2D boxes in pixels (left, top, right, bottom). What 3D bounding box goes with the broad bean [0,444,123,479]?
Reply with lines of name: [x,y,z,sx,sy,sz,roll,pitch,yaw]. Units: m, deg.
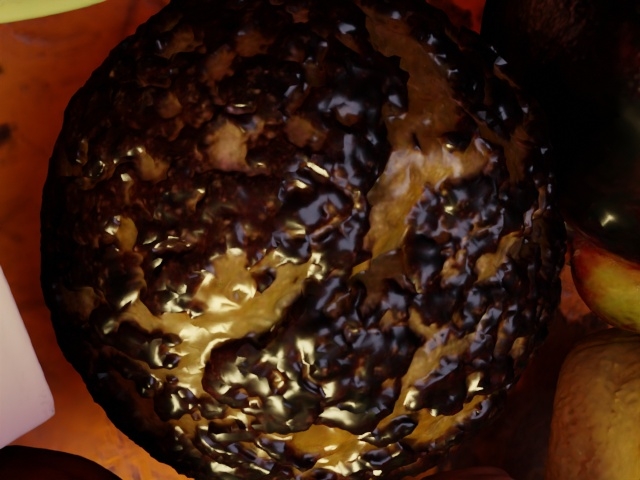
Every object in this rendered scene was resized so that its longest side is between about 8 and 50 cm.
broad bean: [-0.159,0.160,0.511,0.228,0.156,0.122,-32,111,-38]

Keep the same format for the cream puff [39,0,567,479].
cream puff: [0.000,0.000,0.603,0.239,0.165,0.239,-6,101,-30]

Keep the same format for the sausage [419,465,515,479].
sausage: [0.035,0.241,0.684,0.152,0.152,0.279,49,65,-32]

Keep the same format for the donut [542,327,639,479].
donut: [0.176,0.132,0.802,0.190,0.075,0.174,24,71,-60]

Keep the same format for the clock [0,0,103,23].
clock: [-0.196,-0.175,0.474,0.308,0.096,0.235,-22,110,-35]

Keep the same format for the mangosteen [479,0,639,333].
mangosteen: [0.169,-0.065,0.724,0.228,0.228,0.265,27,111,-38]

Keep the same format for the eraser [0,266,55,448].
eraser: [-0.235,0.090,0.452,0.298,0.076,0.078,-31,115,-35]
